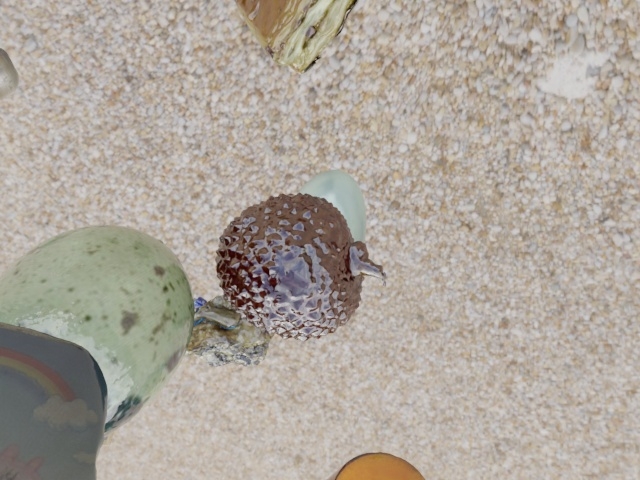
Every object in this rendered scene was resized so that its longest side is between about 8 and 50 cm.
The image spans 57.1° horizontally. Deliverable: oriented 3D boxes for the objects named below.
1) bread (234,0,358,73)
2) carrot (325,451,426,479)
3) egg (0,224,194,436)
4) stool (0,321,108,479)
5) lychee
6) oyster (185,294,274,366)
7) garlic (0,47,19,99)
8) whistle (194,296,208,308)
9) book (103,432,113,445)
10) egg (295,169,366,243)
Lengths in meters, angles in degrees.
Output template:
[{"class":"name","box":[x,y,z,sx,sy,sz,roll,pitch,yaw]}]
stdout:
[{"class":"bread","box":[-0.040,-0.544,1.269,0.167,0.325,0.277,8,127,-44]},{"class":"carrot","box":[0.047,0.566,1.157,0.214,0.193,0.331,4,137,-29]},{"class":"egg","box":[-0.347,0.139,0.870,0.287,0.379,0.288,9,133,10]},{"class":"stool","box":[-0.381,0.231,0.508,0.310,0.310,0.226,25,130,-28]},{"class":"lychee","box":[-0.035,0.045,1.027,0.299,0.264,0.264,2,129,9]},{"class":"oyster","box":[-0.162,0.180,1.184,0.223,0.083,0.214,-49,136,5]},{"class":"garlic","box":[-0.928,-0.472,1.536,0.238,0.210,0.292,63,157,8]},{"class":"whistle","box":[-0.264,0.143,1.322,0.083,0.033,0.029,22,109,7]},{"class":"book","box":[-0.485,0.354,1.259,0.118,0.172,0.012,15,178,-40]},{"class":"egg","box":[0.000,0.000,1.507,0.229,0.230,0.371,16,99,7]}]
